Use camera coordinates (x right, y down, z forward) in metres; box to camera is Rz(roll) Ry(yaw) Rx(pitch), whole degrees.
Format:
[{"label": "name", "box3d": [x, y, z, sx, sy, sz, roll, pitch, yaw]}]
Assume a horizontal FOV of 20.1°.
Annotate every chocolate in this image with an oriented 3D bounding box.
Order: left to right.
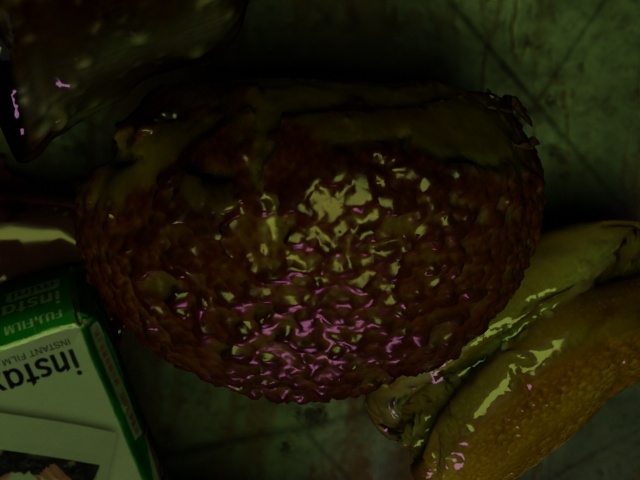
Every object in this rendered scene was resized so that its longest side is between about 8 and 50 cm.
[{"label": "chocolate", "box3d": [-0.158, -0.243, 1.205, 0.210, 0.225, 0.340, -18, 114, -12]}]

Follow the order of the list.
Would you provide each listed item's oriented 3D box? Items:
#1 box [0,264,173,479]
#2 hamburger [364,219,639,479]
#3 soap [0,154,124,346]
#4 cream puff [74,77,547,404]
[{"label": "box", "box3d": [-0.210, 0.152, 1.291, 0.180, 0.103, 0.250, -19, 117, 0]}, {"label": "hamburger", "box3d": [0.149, 0.078, 1.391, 0.283, 0.144, 0.156, -41, 152, 12]}, {"label": "soap", "box3d": [-0.299, 0.049, 1.357, 0.325, 0.127, 0.220, 4, 115, -9]}, {"label": "cream puff", "box3d": [-0.005, 0.000, 1.251, 0.350, 0.350, 0.228, 1, 89, -7]}]
